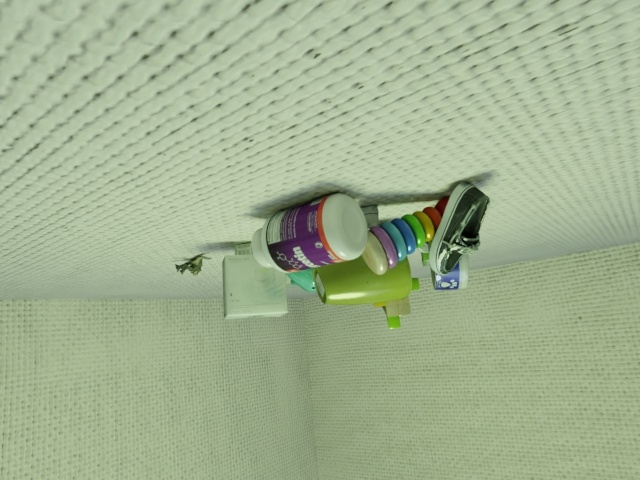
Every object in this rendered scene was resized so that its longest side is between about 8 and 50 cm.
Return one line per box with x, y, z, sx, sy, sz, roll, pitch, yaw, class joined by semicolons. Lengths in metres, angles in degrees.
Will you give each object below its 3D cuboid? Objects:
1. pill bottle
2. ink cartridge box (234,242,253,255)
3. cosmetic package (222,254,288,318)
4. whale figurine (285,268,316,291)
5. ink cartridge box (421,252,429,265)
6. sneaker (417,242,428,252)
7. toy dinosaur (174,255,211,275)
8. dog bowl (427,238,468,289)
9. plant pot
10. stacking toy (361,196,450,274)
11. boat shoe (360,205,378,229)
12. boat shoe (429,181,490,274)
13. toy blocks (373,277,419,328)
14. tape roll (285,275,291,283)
-0.040;-0.010;1.231;0.322;0.182;0.181;-15;165;36;pill bottle
-0.217;0.052;1.746;0.171;0.056;0.235;-8;168;12;ink cartridge box
-0.250;0.173;1.639;0.223;0.225;0.138;-1;164;-18;cosmetic package
-0.086;0.166;2.102;0.271;0.141;0.216;15;134;-30;whale figurine
0.600;0.047;2.028;0.255;0.097;0.189;-8;168;12;ink cartridge box
0.535;0.011;1.859;0.228;0.086;0.132;-3;166;-8;sneaker
-0.543;0.106;1.837;0.118;0.064;0.268;-16;173;-27;toy dinosaur
0.427;0.036;1.476;0.104;0.265;0.265;-6;169;11;dog bowl
0.131;0.122;1.566;0.293;0.275;0.275;-17;171;-16;plant pot
0.280;-0.027;1.286;0.330;0.141;0.141;-25;171;-10;stacking toy
0.076;-0.049;1.359;0.226;0.076;0.083;-14;166;33;boat shoe
0.400;-0.009;1.231;0.113;0.105;0.307;-11;129;-31;boat shoe
0.300;0.154;1.869;0.190;0.382;0.261;-7;-177;2;toy blocks
-0.060;0.227;2.622;0.391;0.072;0.392;-6;168;-1;tape roll
